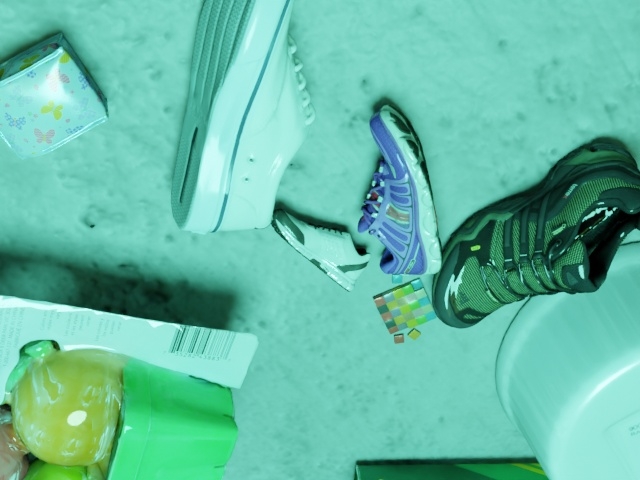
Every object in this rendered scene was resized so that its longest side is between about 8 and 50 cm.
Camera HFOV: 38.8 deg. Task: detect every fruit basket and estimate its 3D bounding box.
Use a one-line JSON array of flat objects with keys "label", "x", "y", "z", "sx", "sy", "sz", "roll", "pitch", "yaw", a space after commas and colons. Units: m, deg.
[{"label": "fruit basket", "x": -0.265, "y": 0.178, "z": 0.816, "sx": 0.353, "sy": 0.165, "sz": 0.327, "roll": 12, "pitch": 119, "yaw": -13}]

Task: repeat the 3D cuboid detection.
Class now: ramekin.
[{"label": "ramekin", "x": 0.324, "y": 0.152, "z": 0.890, "sx": 0.277, "sy": 0.135, "sz": 0.277, "roll": -3, "pitch": 122, "yaw": -5}]

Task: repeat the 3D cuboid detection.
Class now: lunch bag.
[{"label": "lunch bag", "x": -0.220, "y": -0.111, "z": 0.713, "sx": 0.083, "sy": 0.053, "sz": 0.071, "roll": -31, "pitch": 122, "yaw": 0}]

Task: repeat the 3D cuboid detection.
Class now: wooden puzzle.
[{"label": "wooden puzzle", "x": 0.082, "y": 0.066, "z": 0.883, "sx": 0.049, "sy": 0.006, "sz": 0.083, "roll": -23, "pitch": 121, "yaw": 7}]

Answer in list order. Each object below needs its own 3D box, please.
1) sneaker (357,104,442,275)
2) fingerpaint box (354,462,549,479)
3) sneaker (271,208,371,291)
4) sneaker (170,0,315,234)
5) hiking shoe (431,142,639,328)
[{"label": "sneaker", "x": 0.063, "y": -0.034, "z": 0.788, "sx": 0.071, "sy": 0.068, "sz": 0.169, "roll": -10, "pitch": 122, "yaw": 6}, {"label": "fingerpaint box", "x": 0.208, "y": 0.465, "z": 1.048, "sx": 0.371, "sy": 0.163, "sz": 0.444, "roll": 1, "pitch": 121, "yaw": -6}, {"label": "sneaker", "x": 0.000, "y": 0.000, "z": 0.820, "sx": 0.109, "sy": 0.040, "sz": 0.043, "roll": 38, "pitch": 94, "yaw": -29}, {"label": "sneaker", "x": -0.050, "y": -0.120, "z": 0.719, "sx": 0.091, "sy": 0.094, "sz": 0.258, "roll": 0, "pitch": 127, "yaw": -29}, {"label": "hiking shoe", "x": 0.192, "y": 0.011, "z": 0.801, "sx": 0.227, "sy": 0.114, "sz": 0.086, "roll": -42, "pitch": 116, "yaw": 17}]
